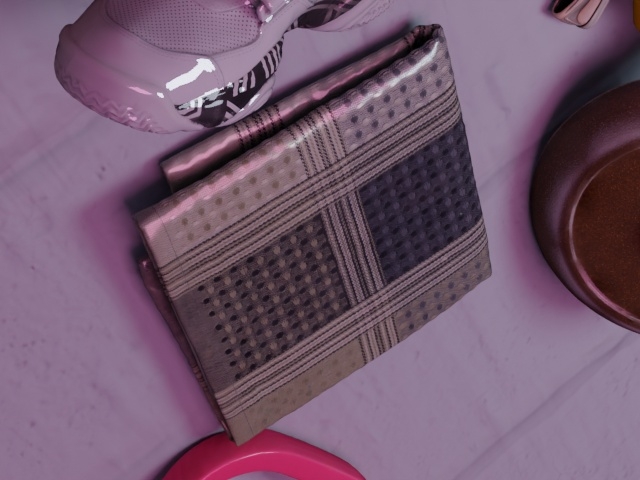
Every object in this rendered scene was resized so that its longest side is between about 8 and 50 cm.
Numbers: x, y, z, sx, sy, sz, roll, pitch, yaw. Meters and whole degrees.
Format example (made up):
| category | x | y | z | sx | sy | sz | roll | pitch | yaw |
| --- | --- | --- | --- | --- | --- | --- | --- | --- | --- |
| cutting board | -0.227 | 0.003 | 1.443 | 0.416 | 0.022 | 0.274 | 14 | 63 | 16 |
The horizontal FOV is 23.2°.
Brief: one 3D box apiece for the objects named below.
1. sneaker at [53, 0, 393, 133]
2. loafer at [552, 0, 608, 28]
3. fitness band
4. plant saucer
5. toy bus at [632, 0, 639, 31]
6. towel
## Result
| category | x | y | z | sx | sy | sz | roll | pitch | yaw |
| --- | --- | --- | --- | --- | --- | --- | --- | --- | --- |
| sneaker | -0.040 | -0.223 | 1.064 | 0.366 | 0.137 | 0.210 | -38 | 153 | -47 |
| loafer | 0.247 | -0.248 | 1.393 | 0.039 | 0.045 | 0.125 | 7 | 118 | -30 |
| fitness band | -0.060 | 0.291 | 1.541 | 0.291 | 0.054 | 0.209 | 29 | 98 | -44 |
| plant saucer | 0.351 | -0.013 | 1.481 | 0.310 | 0.050 | 0.311 | 8 | 128 | 10 |
| toy bus | 0.343 | -0.264 | 1.342 | 0.333 | 0.130 | 0.108 | 75 | 33 | -57 |
| towel | 0.000 | 0.000 | 1.393 | 0.324 | 0.056 | 0.312 | -33 | 136 | -15 |
